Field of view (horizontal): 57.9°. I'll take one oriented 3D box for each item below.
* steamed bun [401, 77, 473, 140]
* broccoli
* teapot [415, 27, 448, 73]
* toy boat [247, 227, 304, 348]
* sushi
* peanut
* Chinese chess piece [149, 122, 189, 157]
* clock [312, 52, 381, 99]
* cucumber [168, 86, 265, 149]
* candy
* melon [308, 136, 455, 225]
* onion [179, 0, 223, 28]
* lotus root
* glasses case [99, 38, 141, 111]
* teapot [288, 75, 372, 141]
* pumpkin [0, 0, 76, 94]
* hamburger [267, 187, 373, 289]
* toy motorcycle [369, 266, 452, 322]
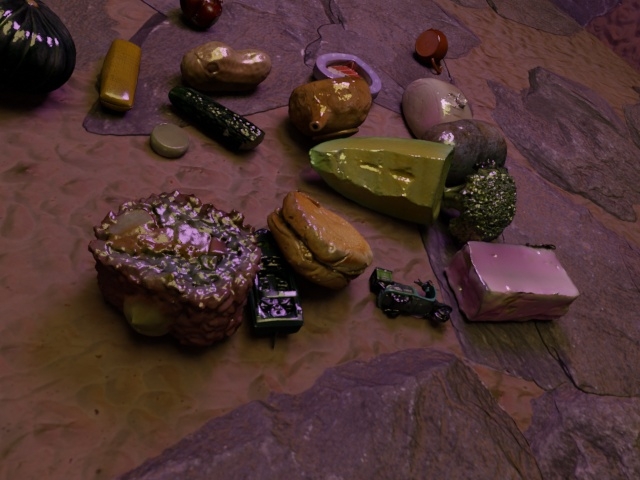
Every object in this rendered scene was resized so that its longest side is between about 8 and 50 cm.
[{"bbox_3d":[0.341,-0.378,1.643,0.170,0.152,0.238,3,52,-25],"label":"steamed bun"},{"bbox_3d":[0.379,-0.094,1.379,0.176,0.198,0.226,4,31,-9],"label":"broccoli"},{"bbox_3d":[0.382,-0.643,1.950,0.116,0.116,0.173,-6,80,-30],"label":"teapot"},{"bbox_3d":[-0.092,0.067,1.066,0.093,0.103,0.246,0,47,-16],"label":"toy boat"},{"bbox_3d":[-0.243,0.055,0.955,0.270,0.171,0.236,22,45,-4],"label":"sushi"},{"bbox_3d":[-0.228,-0.431,1.437,0.236,0.120,0.110,-12,18,-27],"label":"peanut"},{"bbox_3d":[-0.327,-0.216,1.255,0.084,0.034,0.084,15,46,-16],"label":"Chinese chess piece"},{"bbox_3d":[0.076,-0.466,1.657,0.198,0.064,0.172,22,44,-6],"label":"clock"},{"bbox_3d":[-0.243,-0.282,1.329,0.241,0.074,0.074,32,44,6],"label":"cucumber"},{"bbox_3d":[0.424,0.092,1.282,0.265,0.115,0.155,3,50,-24],"label":"candy"},{"bbox_3d":[0.135,-0.163,1.337,0.324,0.124,0.196,14,88,3],"label":"melon"},{"bbox_3d":[-0.331,-0.650,1.590,0.119,0.118,0.117,-2,30,-28],"label":"onion"},{"bbox_3d":[0.359,-0.223,1.491,0.350,0.175,0.175,-11,56,-39],"label":"lotus root"},{"bbox_3d":[-0.455,-0.378,1.316,0.079,0.064,0.234,11,47,-22],"label":"glasses case"},{"bbox_3d":[0.033,-0.307,1.435,0.203,0.167,0.311,-7,9,22],"label":"teapot"},{"bbox_3d":[-0.620,-0.391,1.155,0.250,0.216,0.250,25,11,-5],"label":"pumpkin"},{"bbox_3d":[0.001,0.001,1.116,0.214,0.108,0.213,42,15,-14],"label":"hamburger"},{"bbox_3d":[0.189,0.115,1.190,0.173,0.058,0.100,14,40,-12],"label":"toy motorcycle"}]
